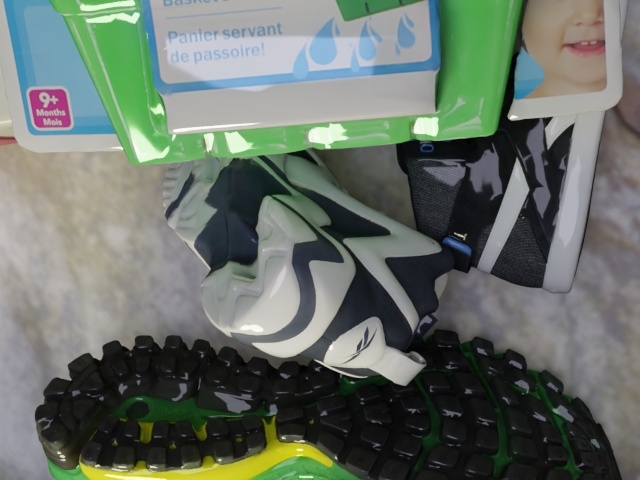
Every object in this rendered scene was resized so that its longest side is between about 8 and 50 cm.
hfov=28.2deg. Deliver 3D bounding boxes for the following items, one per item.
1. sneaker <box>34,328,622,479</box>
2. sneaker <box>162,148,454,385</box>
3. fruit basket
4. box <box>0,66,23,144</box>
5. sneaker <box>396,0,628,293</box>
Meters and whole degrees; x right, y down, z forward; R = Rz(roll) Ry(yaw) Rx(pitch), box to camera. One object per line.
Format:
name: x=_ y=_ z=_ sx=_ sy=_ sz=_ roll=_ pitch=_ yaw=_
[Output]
sneaker: x=0.009 y=0.142 z=0.776 sx=0.343 sy=0.134 sz=0.146 roll=3 pitch=129 yaw=6
sneaker: x=0.000 y=0.000 z=0.747 sx=0.153 sy=0.235 sz=0.094 roll=32 pitch=104 yaw=-30
fruit basket: x=-0.023 y=-0.212 z=0.595 sx=0.327 sy=0.165 sz=0.353 roll=-4 pitch=119 yaw=5
box: x=-0.260 y=-0.115 z=0.787 sx=0.232 sy=0.148 sz=0.127 roll=-8 pitch=93 yaw=13
sneaker: x=0.107 y=-0.083 z=0.743 sx=0.121 sy=0.079 sz=0.217 roll=11 pitch=97 yaw=10
